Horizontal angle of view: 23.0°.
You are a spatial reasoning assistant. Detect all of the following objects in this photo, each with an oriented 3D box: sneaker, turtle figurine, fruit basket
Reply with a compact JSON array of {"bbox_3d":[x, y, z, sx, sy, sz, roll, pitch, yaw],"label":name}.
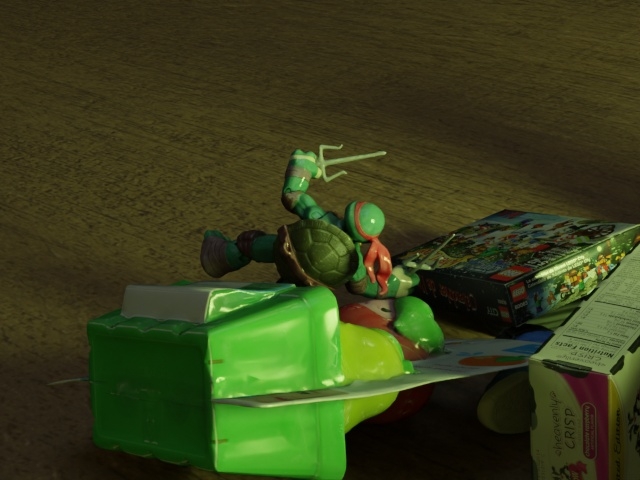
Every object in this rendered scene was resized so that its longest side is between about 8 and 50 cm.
[{"bbox_3d":[0.175,0.120,1.409,0.152,0.058,0.084,-27,30,-35],"label":"sneaker"},{"bbox_3d":[0.000,0.000,1.504,0.234,0.175,0.118,-26,3,35],"label":"turtle figurine"},{"bbox_3d":[-0.006,0.094,1.331,0.353,0.166,0.327,-13,8,-36],"label":"fruit basket"}]

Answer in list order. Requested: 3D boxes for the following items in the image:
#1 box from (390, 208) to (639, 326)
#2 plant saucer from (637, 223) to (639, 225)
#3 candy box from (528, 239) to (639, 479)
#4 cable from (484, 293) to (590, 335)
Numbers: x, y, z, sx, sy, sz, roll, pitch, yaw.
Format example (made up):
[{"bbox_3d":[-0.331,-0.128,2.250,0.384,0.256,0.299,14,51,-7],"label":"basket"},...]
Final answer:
[{"bbox_3d":[0.187,0.022,1.544,0.159,0.044,0.233,-22,14,-23],"label":"box"},{"bbox_3d":[0.399,0.016,1.633,0.168,0.029,0.168,-2,25,1],"label":"plant saucer"},{"bbox_3d":[0.249,0.118,1.280,0.071,0.159,0.233,10,29,31],"label":"candy box"},{"bbox_3d":[0.304,0.069,1.515,0.287,0.072,0.139,-18,39,8],"label":"cable"}]
